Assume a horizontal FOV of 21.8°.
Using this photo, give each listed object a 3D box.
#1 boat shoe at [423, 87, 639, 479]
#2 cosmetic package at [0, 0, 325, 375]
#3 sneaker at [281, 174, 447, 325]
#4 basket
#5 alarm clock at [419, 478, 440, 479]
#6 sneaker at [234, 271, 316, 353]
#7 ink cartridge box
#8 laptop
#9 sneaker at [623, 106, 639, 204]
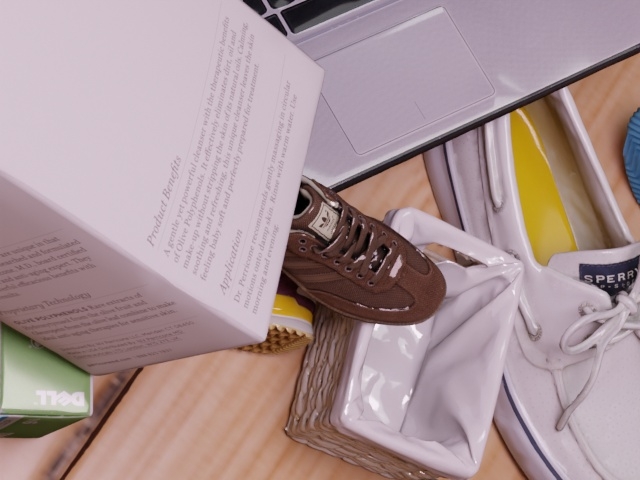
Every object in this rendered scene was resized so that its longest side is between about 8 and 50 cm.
[{"bbox_3d":[0.199,0.035,1.225,0.135,0.156,0.367,-13,82,-29],"label":"boat shoe"},{"bbox_3d":[-0.178,-0.095,0.885,0.365,0.155,0.197,37,54,-36],"label":"cosmetic package"},{"bbox_3d":[0.000,0.000,1.070,0.188,0.071,0.066,27,81,-7],"label":"sneaker"},{"bbox_3d":[0.058,0.078,1.172,0.113,0.103,0.167,25,67,-20],"label":"basket"},{"bbox_3d":[0.084,0.262,1.163,0.129,0.064,0.192,4,72,-26],"label":"alarm clock"},{"bbox_3d":[-0.087,0.019,1.139,0.185,0.069,0.084,18,60,-29],"label":"sneaker"},{"bbox_3d":[-0.187,0.069,1.043,0.062,0.109,0.209,5,75,-26],"label":"ink cartridge box"},{"bbox_3d":[0.016,-0.282,1.118,0.382,0.236,0.408,-25,76,-17],"label":"laptop"},{"bbox_3d":[0.336,-0.038,1.365,0.228,0.087,0.092,44,54,-19],"label":"sneaker"}]
